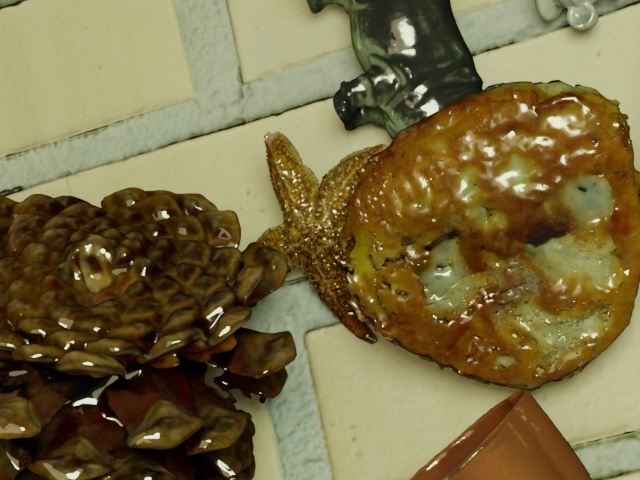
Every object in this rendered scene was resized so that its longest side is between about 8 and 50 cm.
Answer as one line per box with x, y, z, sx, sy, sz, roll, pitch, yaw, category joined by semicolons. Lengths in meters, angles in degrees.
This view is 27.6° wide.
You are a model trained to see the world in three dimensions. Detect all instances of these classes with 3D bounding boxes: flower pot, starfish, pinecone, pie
0.169;0.258;1.172;0.190;0.190;0.173;-40;86;6;flower pot
0.000;0.001;1.286;0.240;0.043;0.227;-39;91;34;starfish
-0.197;0.148;1.227;0.384;0.384;0.385;-3;81;15;pinecone
0.166;0.005;1.192;0.308;0.085;0.308;1;108;4;pie

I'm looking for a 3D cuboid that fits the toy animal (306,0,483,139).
0.102;-0.143;1.286;0.168;0.106;0.343;-31;81;2;toy animal

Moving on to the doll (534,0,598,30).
0.222;-0.390;1.293;0.188;0.099;0.384;-16;75;31;doll
